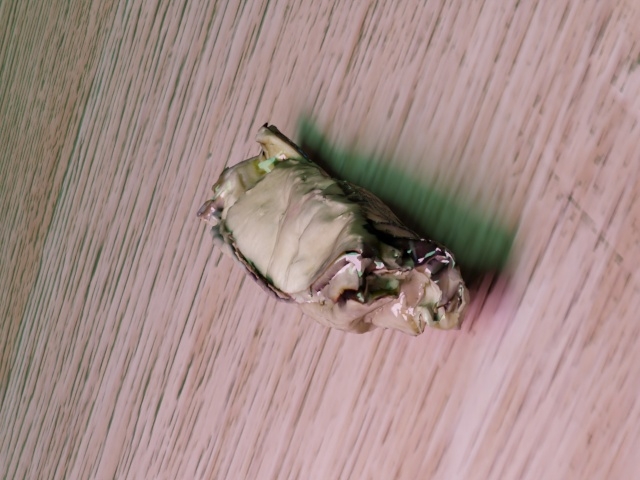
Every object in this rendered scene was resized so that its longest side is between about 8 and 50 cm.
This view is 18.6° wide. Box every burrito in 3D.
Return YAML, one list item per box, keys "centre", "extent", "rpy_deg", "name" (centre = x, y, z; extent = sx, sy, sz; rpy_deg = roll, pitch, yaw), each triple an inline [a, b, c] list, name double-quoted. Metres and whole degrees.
- centre: [0.002, 0.000, 0.872]
  extent: [0.229, 0.063, 0.058]
  rpy_deg: [-141, 52, -61]
  name: "burrito"
